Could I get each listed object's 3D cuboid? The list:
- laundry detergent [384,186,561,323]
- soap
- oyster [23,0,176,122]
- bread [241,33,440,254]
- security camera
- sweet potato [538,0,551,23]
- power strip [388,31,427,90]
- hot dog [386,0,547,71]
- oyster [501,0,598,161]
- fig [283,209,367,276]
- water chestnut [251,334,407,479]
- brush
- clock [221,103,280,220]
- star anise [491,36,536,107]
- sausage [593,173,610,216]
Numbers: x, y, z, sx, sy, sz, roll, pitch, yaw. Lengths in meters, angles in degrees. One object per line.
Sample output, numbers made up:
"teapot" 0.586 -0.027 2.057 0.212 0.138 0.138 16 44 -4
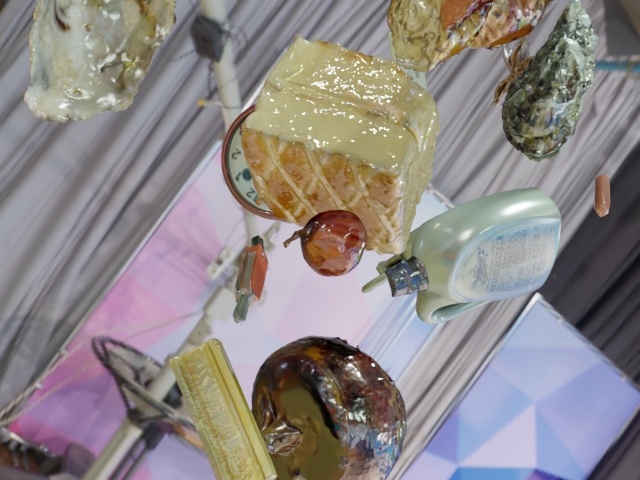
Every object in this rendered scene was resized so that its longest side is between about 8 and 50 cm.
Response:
"laundry detergent" 0.225 0.040 1.191 0.105 0.280 0.215 52 -26 40
"soap" -0.162 0.291 1.272 0.037 0.092 0.252 67 -3 -72
"oyster" -0.333 -0.361 1.200 0.204 0.396 0.111 15 -10 -29
"bread" 0.048 -0.189 1.680 0.371 0.279 0.390 20 -26 16
"security camera" 0.213 0.034 1.911 0.080 0.301 0.157 57 27 6
"sweet potato" 0.470 -0.496 1.649 0.041 0.038 0.153 19 -40 -21
"power strip" 0.267 -0.503 2.312 0.046 0.271 0.118 -3 11 38
"hot dog" 0.325 -0.507 1.405 0.196 0.365 0.367 39 -44 24
"oyster" 0.497 -0.342 1.654 0.162 0.351 0.158 19 2 4
"fig" 0.008 0.006 1.383 0.150 0.128 0.128 -4 0 -3
"water chestnut" -0.007 0.356 1.489 0.302 0.351 0.350 -3 27 -42
"brush" -0.167 0.093 1.886 0.323 0.051 0.070 -81 159 -54
"clock" -0.107 -0.212 2.010 0.318 0.318 0.080 36 12 6
"star anise" 0.543 -0.442 2.073 0.063 0.208 0.171 2 5 -38
"sausage" 0.605 -0.101 1.657 0.035 0.030 0.147 36 37 -9
